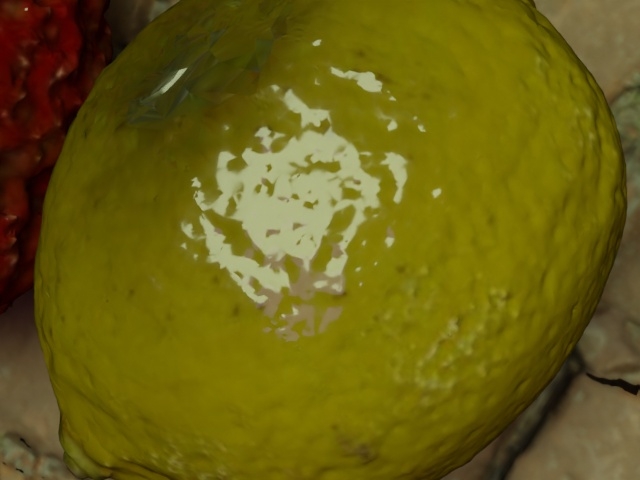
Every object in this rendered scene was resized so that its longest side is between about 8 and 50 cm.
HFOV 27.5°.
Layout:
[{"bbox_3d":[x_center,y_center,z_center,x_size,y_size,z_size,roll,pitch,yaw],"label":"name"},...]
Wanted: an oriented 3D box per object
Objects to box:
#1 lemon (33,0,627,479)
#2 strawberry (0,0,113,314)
[{"bbox_3d":[0.000,0.000,0.602,0.253,0.253,0.310,42,83,18],"label":"lemon"},{"bbox_3d":[-0.234,-0.103,0.619,0.267,0.351,0.312,-27,80,5],"label":"strawberry"}]
